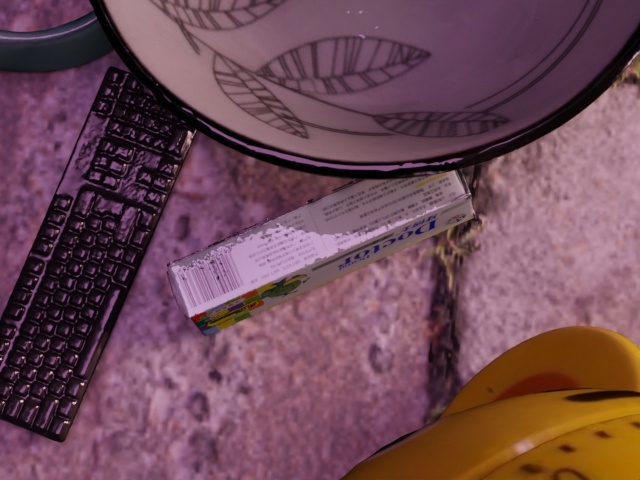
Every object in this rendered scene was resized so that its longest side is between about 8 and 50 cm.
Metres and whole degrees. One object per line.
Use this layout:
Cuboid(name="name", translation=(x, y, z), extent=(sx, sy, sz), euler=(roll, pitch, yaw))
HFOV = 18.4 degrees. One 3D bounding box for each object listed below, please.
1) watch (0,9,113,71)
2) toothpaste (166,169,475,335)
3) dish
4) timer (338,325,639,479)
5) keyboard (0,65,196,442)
Cuboid(name="watch", translation=(-0.186, -0.206, 1.110), extent=(0.195, 0.068, 0.237), euler=(-26, 76, -2))
Cuboid(name="toothpaste", translation=(0.000, 0.000, 1.049), extent=(0.164, 0.046, 0.034), euler=(-24, 73, 0))
Cuboid(name="dish", translation=(0.032, -0.165, 1.057), extent=(0.316, 0.106, 0.317), euler=(0, 75, 2))
Cuboid(name="timer", translation=(0.088, 0.219, 0.860), extent=(0.376, 0.376, 0.387), euler=(-51, 33, -8))
Cuboid(name="keyboard", translation=(-0.127, 0.005, 1.077), extent=(0.061, 0.013, 0.204), euler=(20, 79, 10))
